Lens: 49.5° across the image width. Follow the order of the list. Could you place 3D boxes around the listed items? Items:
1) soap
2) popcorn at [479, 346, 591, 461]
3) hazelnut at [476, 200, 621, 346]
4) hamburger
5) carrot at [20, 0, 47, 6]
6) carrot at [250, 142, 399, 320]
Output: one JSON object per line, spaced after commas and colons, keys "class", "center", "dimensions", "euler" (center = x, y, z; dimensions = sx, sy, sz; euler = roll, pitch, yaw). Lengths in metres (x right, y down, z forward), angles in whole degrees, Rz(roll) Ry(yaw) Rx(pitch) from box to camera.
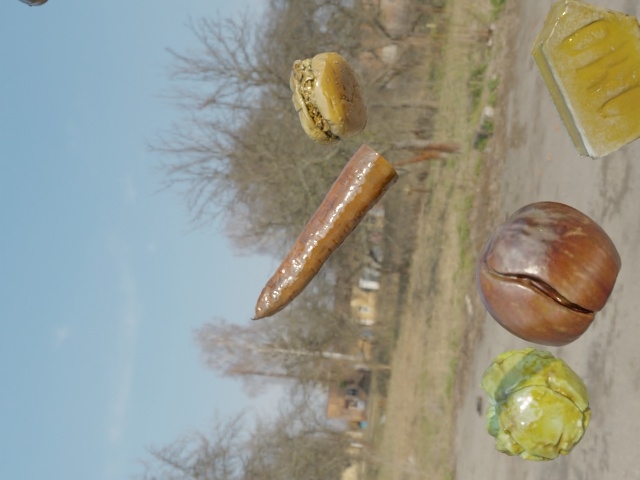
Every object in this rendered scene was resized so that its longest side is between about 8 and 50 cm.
{"class": "soap", "center": [0.456, -0.281, 1.145], "dimensions": [0.257, 0.160, 0.080], "euler": [60, -177, -12]}
{"class": "popcorn", "center": [0.413, 0.313, 1.338], "dimensions": [0.221, 0.205, 0.183], "euler": [-84, -8, -48]}
{"class": "hazelnut", "center": [0.236, 0.033, 0.733], "dimensions": [0.154, 0.143, 0.143], "euler": [-52, -14, -14]}
{"class": "hamburger", "center": [0.015, -0.220, 1.073], "dimensions": [0.147, 0.083, 0.137], "euler": [-19, -91, -63]}
{"class": "carrot", "center": [-0.450, -0.385, 1.016], "dimensions": [0.186, 0.060, 0.060], "euler": [-53, -32, -88]}
{"class": "carrot", "center": [0.000, 0.000, 0.742], "dimensions": [0.224, 0.057, 0.057], "euler": [-53, -8, -4]}
